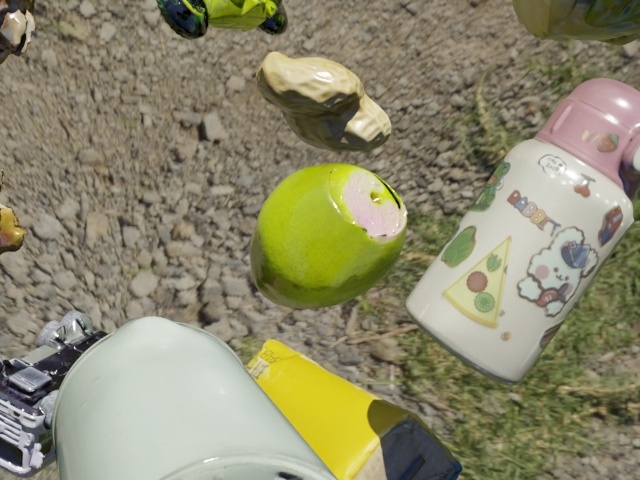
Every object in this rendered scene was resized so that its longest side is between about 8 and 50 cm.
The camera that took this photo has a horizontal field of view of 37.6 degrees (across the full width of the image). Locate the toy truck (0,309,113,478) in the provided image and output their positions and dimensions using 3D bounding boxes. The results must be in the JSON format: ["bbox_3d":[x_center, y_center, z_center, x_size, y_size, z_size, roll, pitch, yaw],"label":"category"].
[{"bbox_3d":[-0.412,0.247,1.537,0.176,0.363,0.178,24,106,15],"label":"toy truck"}]

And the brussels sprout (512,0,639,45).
[{"bbox_3d":[0.482,-0.451,1.516,0.344,0.268,0.344,-10,125,-14],"label":"brussels sprout"}]

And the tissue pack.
[{"bbox_3d":[-0.012,0.231,0.970,0.134,0.271,0.192,43,76,-32],"label":"tissue pack"}]

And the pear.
[{"bbox_3d":[0.000,0.000,1.197,0.187,0.219,0.188,18,53,-26],"label":"pear"}]

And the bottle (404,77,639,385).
[{"bbox_3d":[0.183,-0.014,0.768,0.120,0.120,0.253,33,98,-6],"label":"bottle"}]

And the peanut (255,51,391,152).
[{"bbox_3d":[-0.002,-0.210,1.439,0.110,0.196,0.233,-58,139,-14],"label":"peanut"}]

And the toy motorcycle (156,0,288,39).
[{"bbox_3d":[-0.160,-0.383,1.355,0.142,0.342,0.206,-18,93,28],"label":"toy motorcycle"}]

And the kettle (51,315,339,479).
[{"bbox_3d":[-0.092,0.223,0.758,0.205,0.318,0.265,-40,113,-8],"label":"kettle"}]

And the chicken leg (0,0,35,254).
[{"bbox_3d":[-0.130,-0.061,0.287,0.101,0.085,0.208,38,106,34],"label":"chicken leg"}]
